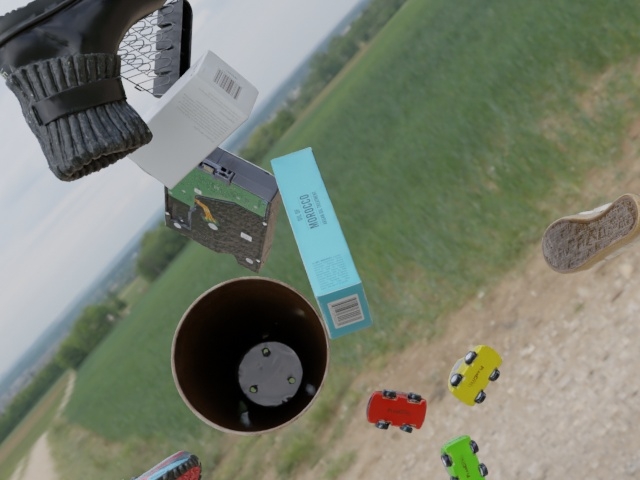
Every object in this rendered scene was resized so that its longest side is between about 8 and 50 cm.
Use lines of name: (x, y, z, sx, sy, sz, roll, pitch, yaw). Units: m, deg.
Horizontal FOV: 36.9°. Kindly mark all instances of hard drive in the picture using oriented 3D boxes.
hard drive: (-0.201, -0.073, 1.932, 0.064, 0.237, 0.339, -61, -6, -25)

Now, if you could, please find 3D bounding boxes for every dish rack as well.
dish rack: (-0.341, -0.390, 1.767, 0.074, 0.208, 0.271, -7, -16, 26)

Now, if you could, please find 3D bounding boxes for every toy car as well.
toy car: (0.202, 0.302, 1.536, 0.239, 0.225, 0.053, -22, 9, -12)

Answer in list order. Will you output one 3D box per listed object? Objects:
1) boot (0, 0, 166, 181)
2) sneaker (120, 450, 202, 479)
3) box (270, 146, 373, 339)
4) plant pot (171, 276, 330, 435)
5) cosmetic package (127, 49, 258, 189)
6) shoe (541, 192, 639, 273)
boot: (-0.320, -0.265, 1.475, 0.348, 0.260, 0.131, -36, -2, -24)
sneaker: (-0.282, 0.344, 1.255, 0.262, 0.125, 0.104, -33, -41, -16)
box: (0.000, 0.000, 1.247, 0.060, 0.100, 0.244, -19, 51, -1)
plant pot: (-0.088, 0.182, 1.396, 0.215, 0.215, 0.230, -49, -12, -9)
cosmetic package: (-0.222, -0.199, 1.613, 0.231, 0.117, 0.085, -35, 26, 36)
shoe: (0.357, -0.006, 1.210, 0.058, 0.076, 0.219, -4, -12, -21)
